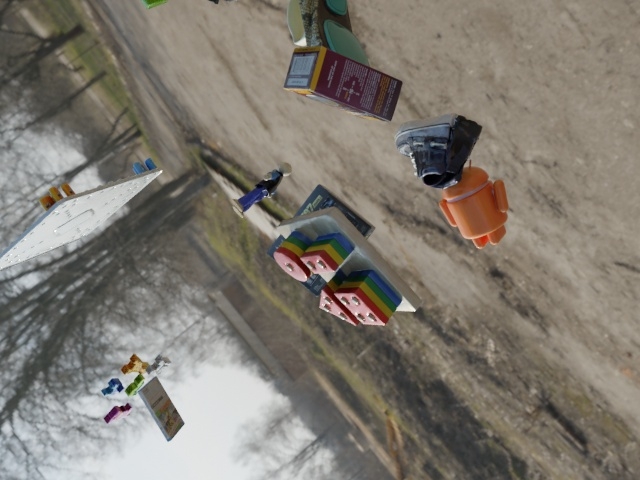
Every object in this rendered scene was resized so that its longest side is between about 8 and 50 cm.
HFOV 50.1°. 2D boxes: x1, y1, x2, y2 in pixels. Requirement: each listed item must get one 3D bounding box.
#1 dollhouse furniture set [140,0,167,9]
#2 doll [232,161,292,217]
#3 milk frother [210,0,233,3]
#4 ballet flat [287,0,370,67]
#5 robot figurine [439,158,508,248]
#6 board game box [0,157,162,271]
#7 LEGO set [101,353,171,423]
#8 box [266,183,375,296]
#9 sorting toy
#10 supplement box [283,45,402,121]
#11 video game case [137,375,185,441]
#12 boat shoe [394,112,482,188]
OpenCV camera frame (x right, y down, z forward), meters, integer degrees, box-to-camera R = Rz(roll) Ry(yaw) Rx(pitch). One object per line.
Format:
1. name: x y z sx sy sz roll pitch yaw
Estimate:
1. dollhouse furniture set: -0.336 -0.641 1.430 0.197 0.151 0.301 55 162 -12
2. doll: -0.147 -0.141 1.803 0.046 0.189 0.129 45 162 14
3. milk frother: -0.159 -0.478 1.171 0.143 0.129 0.134 -87 -13 -69
4. ballet flat: 0.004 -0.520 1.700 0.164 0.182 0.482 11 -121 -45
5. robot figurine: 0.387 -0.092 1.714 0.219 0.128 0.158 61 172 -9
6. board game box: -0.652 -0.065 1.782 0.050 0.390 0.390 56 -151 -2
7. LEGO set: -0.482 0.365 1.795 0.087 0.227 0.093 45 -173 22
8. box: 0.000 0.000 1.766 0.183 0.232 0.059 39 -172 14
9. sorting toy: 0.030 0.068 1.367 0.257 0.089 0.255 47 159 -15
10. supplement box: 0.042 -0.286 1.263 0.188 0.081 0.104 14 -175 -32
11. video game case: -0.452 0.478 1.954 0.166 0.015 0.119 60 -169 -3
12. boat shoe: 0.263 -0.211 1.721 0.127 0.158 0.340 23 172 -16
